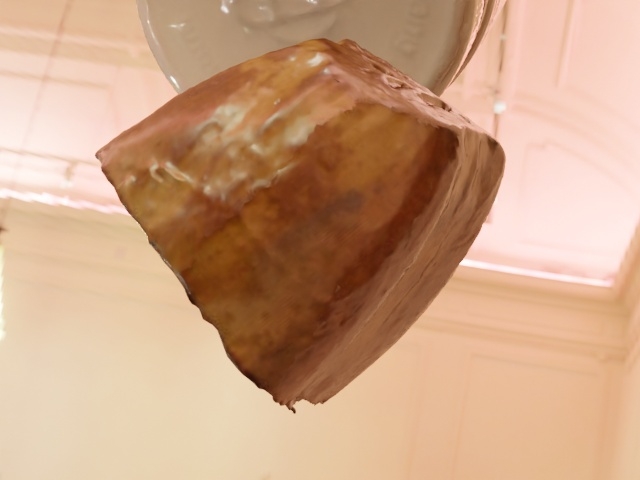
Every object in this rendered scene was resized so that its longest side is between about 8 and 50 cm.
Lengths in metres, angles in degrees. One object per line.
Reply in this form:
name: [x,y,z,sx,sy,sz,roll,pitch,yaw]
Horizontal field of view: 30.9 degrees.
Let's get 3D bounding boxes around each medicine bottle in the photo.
medicine bottle: [0.024,-0.178,0.727,0.189,0.190,0.332,9,20,11]

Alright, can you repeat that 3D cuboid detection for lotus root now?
lotus root: [0.002,-0.004,0.433,0.159,0.135,0.095,37,13,-33]
